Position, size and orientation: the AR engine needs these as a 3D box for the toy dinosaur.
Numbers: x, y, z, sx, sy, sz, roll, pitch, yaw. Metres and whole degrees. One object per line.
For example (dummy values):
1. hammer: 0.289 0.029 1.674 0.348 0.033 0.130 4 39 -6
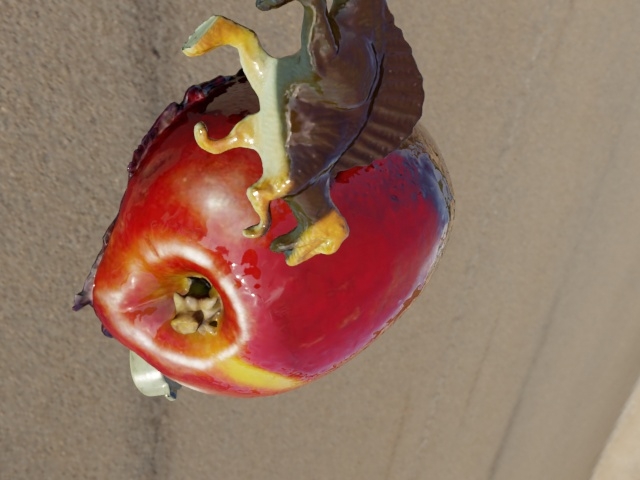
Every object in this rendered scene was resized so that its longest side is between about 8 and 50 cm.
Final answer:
1. toy dinosaur: 0.012 -0.083 0.491 0.142 0.057 0.212 36 111 -29

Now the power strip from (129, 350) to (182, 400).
1. power strip: -0.196 0.060 1.122 0.048 0.285 0.080 -14 150 13

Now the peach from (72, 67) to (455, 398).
1. peach: 0.000 0.000 0.776 0.362 0.201 0.257 -21 135 -47
